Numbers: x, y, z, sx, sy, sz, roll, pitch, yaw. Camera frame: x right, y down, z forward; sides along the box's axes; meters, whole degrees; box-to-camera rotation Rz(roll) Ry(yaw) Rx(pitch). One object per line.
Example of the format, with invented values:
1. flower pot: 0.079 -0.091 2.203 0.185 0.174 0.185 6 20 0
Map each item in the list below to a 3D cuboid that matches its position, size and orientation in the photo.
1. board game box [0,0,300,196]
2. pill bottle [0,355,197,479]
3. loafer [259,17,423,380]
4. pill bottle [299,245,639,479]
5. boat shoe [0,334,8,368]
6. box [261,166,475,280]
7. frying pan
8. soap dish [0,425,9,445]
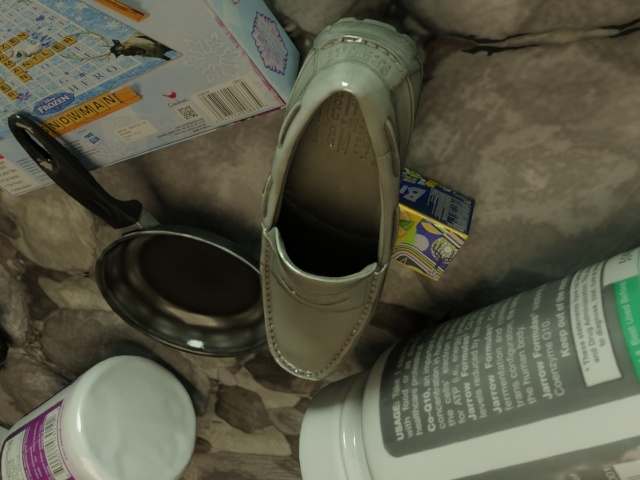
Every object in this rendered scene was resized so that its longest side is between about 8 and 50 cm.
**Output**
1. board game box: -0.230 -0.179 0.484 0.318 0.066 0.318 -12 141 26
2. pill bottle: -0.304 0.273 0.860 0.169 0.169 0.301 44 128 -16
3. loafer: 0.000 0.000 0.503 0.112 0.111 0.319 14 128 9
4. pill bottle: 0.166 0.156 0.579 0.361 0.204 0.204 -28 114 34
5. boat shoe: -0.433 0.143 0.883 0.049 0.056 0.152 28 140 -10
6. box: 0.040 -0.036 0.572 0.169 0.054 0.059 26 130 -1
7. frying pan: -0.178 0.017 0.666 0.326 0.053 0.197 37 133 -21
8. soap dish: -0.531 0.394 1.068 0.290 0.118 0.229 30 131 -3
